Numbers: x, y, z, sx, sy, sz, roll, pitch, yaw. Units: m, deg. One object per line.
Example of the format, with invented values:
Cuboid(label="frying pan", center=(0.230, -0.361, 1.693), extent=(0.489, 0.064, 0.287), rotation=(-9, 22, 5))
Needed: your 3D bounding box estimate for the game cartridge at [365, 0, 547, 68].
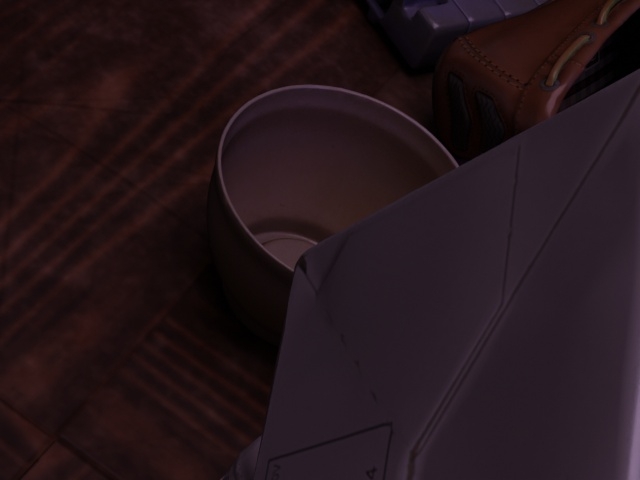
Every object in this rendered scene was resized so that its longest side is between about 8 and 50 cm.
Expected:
Cuboid(label="game cartridge", center=(0.080, -0.295, 1.200), extent=(0.230, 0.068, 0.355), rotation=(-12, 58, -36))

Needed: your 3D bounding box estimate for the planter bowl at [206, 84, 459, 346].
Cuboid(label="planter bowl", center=(0.000, 0.000, 0.878), extent=(0.162, 0.109, 0.162), rotation=(13, 49, -15))

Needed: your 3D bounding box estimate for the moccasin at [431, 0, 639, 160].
Cuboid(label="moccasin", center=(0.257, -0.153, 1.078), extent=(0.380, 0.139, 0.147), rotation=(-22, 30, -37))

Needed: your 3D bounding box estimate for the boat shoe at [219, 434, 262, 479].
Cuboid(label="boat shoe", center=(0.066, 0.194, 0.753), extent=(0.277, 0.096, 0.098), rotation=(30, 45, 1))

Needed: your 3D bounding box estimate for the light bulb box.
Cuboid(label="light bulb box", center=(0.165, 0.191, 0.524), extent=(0.361, 0.225, 0.358), rotation=(24, 62, -25))
